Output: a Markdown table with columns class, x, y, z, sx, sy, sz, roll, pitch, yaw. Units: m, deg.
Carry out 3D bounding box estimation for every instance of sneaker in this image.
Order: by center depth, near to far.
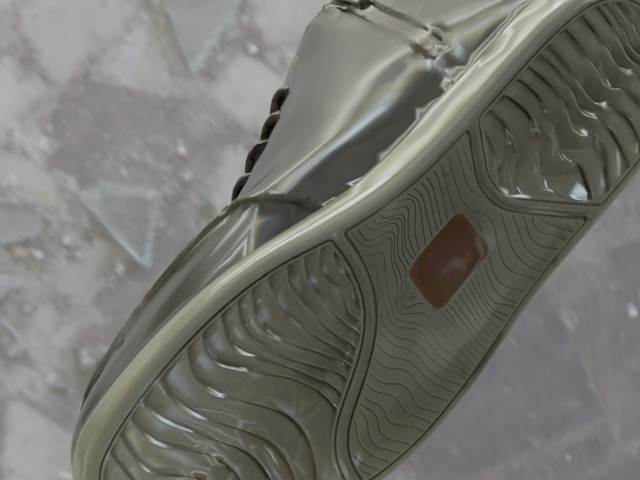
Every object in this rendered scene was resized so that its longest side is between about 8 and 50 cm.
| class | x | y | z | sx | sy | sz | roll | pitch | yaw |
| --- | --- | --- | --- | --- | --- | --- | --- | --- | --- |
| sneaker | 0.000 | 0.000 | 0.586 | 0.222 | 0.083 | 0.118 | -42 | 30 | -16 |
